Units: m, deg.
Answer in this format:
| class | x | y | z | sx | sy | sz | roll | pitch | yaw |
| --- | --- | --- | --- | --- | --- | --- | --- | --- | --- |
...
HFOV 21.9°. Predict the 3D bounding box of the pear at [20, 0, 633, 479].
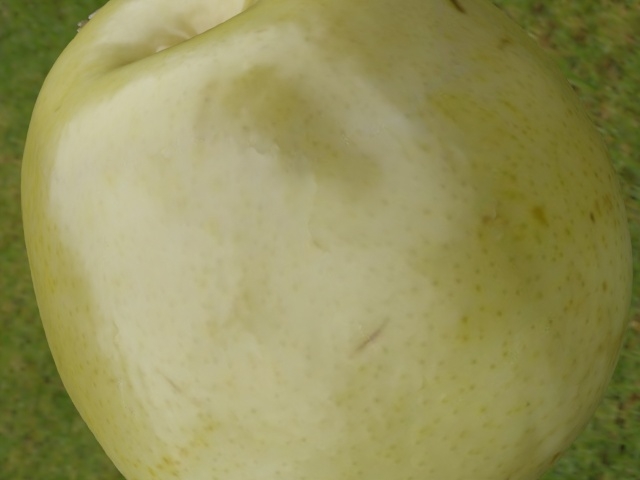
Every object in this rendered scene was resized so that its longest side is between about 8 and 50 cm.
| class | x | y | z | sx | sy | sz | roll | pitch | yaw |
| --- | --- | --- | --- | --- | --- | --- | --- | --- | --- |
| pear | 0.000 | 0.000 | 0.825 | 0.309 | 0.309 | 0.309 | -11 | 72 | 37 |
